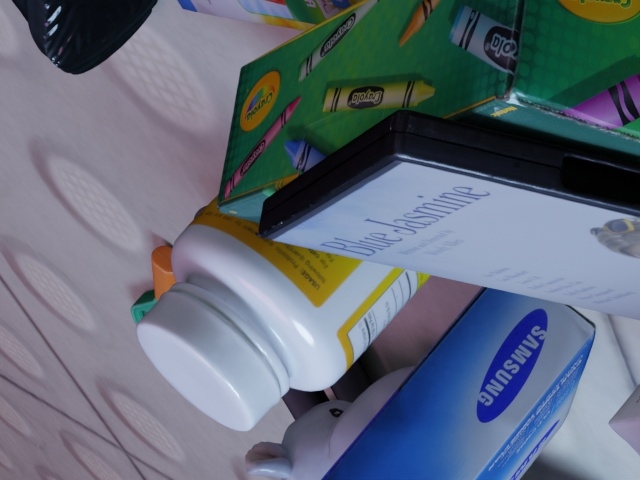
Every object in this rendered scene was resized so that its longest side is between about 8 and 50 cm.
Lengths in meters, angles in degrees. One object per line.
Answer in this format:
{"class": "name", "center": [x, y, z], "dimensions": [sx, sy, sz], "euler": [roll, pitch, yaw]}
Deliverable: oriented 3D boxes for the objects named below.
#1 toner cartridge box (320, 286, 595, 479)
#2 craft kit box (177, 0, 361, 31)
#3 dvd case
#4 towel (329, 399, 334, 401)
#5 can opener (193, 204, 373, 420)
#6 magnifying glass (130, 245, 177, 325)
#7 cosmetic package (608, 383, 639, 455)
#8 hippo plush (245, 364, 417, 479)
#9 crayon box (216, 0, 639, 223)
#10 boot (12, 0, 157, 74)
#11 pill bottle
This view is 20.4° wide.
{"class": "toner cartridge box", "center": [0.033, 0.189, 1.101], "dimensions": [0.075, 0.348, 0.165], "euler": [36, 159, 15]}
{"class": "craft kit box", "center": [-0.040, -0.210, 0.877], "dimensions": [0.246, 0.061, 0.250], "euler": [22, 151, 49]}
{"class": "dvd case", "center": [0.117, 0.001, 0.764], "dimensions": [0.253, 0.022, 0.180], "euler": [13, 167, -16]}
{"class": "towel", "center": [0.065, 0.220, 1.562], "dimensions": [0.197, 0.029, 0.144], "euler": [43, 160, 6]}
{"class": "can opener", "center": [-0.010, 0.079, 1.386], "dimensions": [0.093, 0.074, 0.280], "euler": [-108, -8, -51]}
{"class": "magnifying glass", "center": [-0.136, 0.063, 1.618], "dimensions": [0.092, 0.026, 0.231], "euler": [38, 158, 13]}
{"class": "cosmetic package", "center": [0.335, 0.133, 0.806], "dimensions": [0.284, 0.097, 0.377], "euler": [43, 160, -7]}
{"class": "hippo plush", "center": [0.083, 0.216, 1.326], "dimensions": [0.294, 0.234, 0.237], "euler": [-38, 68, 44]}
{"class": "crayon box", "center": [0.085, -0.051, 0.800], "dimensions": [0.165, 0.081, 0.278], "euler": [15, 166, -23]}
{"class": "boot", "center": [-0.204, -0.228, 1.087], "dimensions": [0.207, 0.094, 0.246], "euler": [47, 173, 17]}
{"class": "pill bottle", "center": [0.000, 0.000, 0.981], "dimensions": [0.117, 0.215, 0.117], "euler": [36, 158, 17]}
